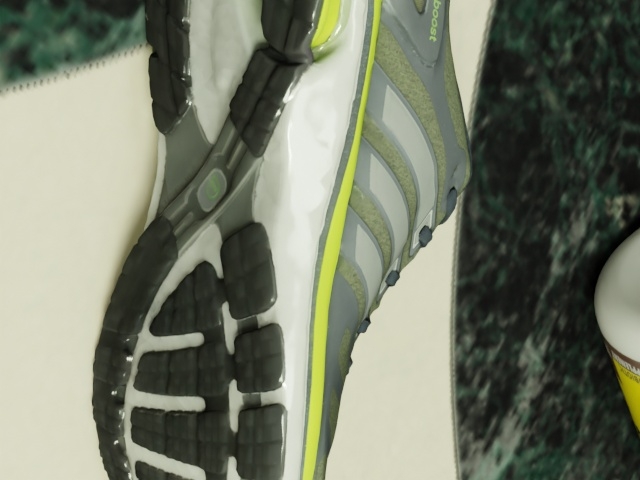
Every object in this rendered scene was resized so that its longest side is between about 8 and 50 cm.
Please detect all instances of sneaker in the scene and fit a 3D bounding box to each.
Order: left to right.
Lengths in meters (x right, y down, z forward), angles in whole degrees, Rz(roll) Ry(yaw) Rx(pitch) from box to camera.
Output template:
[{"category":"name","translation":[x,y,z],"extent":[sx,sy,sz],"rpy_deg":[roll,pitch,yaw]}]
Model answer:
[{"category":"sneaker","translation":[0.000,0.000,0.604],"extent":[0.121,0.111,0.300],"rpy_deg":[1,103,-44]}]

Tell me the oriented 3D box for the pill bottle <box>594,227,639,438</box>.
[{"category":"pill bottle","translation":[0.218,0.092,0.802],"extent":[0.117,0.117,0.215],"rpy_deg":[-41,124,-25]}]
